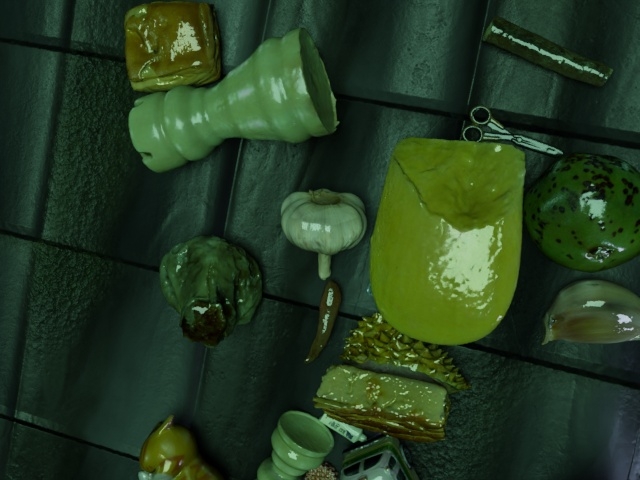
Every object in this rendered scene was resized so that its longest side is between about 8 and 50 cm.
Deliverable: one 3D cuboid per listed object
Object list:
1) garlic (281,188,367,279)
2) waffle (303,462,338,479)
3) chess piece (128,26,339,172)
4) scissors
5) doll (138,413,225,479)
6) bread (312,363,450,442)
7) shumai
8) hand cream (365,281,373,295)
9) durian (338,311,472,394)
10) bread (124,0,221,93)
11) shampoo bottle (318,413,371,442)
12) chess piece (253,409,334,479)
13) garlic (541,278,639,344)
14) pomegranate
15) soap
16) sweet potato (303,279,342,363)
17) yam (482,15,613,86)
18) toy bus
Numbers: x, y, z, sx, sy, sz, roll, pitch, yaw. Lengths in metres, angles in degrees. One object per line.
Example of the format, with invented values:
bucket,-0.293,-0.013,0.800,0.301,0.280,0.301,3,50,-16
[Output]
garlic,0.000,0.000,1.376,0.199,0.199,0.225,11,121,12
waffle,0.000,0.571,1.466,0.075,0.029,0.083,41,103,8
chess piece,-0.203,-0.291,1.375,0.443,0.234,0.233,-15,90,16
scissors,0.422,-0.223,1.332,0.220,0.017,0.088,22,97,10
doll,-0.332,0.569,1.476,0.269,0.162,0.167,52,131,0
bread,0.139,0.356,1.325,0.275,0.184,0.114,7,66,17
shumai,-0.276,0.103,1.408,0.261,0.222,0.225,36,103,13
hand cream,0.231,0.140,1.374,0.256,0.055,0.088,29,79,10
durian,0.190,0.259,1.326,0.305,0.196,0.185,21,91,13
bread,-0.355,-0.464,1.451,0.235,0.099,0.210,-3,92,13
shampoo bottle,0.066,0.442,1.441,0.141,0.034,0.048,32,94,8
chess piece,-0.085,0.542,1.436,0.145,0.144,0.251,30,106,10
garlic,0.609,0.155,1.275,0.267,0.148,0.128,9,59,16
pomegranate,0.527,-0.063,1.210,0.255,0.270,0.254,3,128,3
soap,0.251,0.001,1.248,0.306,0.115,0.426,7,92,19
sweet potato,0.008,0.197,1.435,0.050,0.050,0.214,17,100,11
yam,0.476,-0.395,1.290,0.274,0.061,0.061,28,99,9
toy bus,0.168,0.603,1.347,0.143,0.179,0.305,-27,91,13
